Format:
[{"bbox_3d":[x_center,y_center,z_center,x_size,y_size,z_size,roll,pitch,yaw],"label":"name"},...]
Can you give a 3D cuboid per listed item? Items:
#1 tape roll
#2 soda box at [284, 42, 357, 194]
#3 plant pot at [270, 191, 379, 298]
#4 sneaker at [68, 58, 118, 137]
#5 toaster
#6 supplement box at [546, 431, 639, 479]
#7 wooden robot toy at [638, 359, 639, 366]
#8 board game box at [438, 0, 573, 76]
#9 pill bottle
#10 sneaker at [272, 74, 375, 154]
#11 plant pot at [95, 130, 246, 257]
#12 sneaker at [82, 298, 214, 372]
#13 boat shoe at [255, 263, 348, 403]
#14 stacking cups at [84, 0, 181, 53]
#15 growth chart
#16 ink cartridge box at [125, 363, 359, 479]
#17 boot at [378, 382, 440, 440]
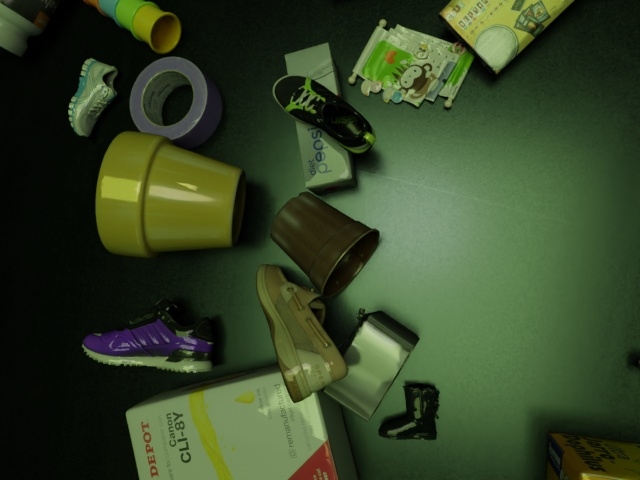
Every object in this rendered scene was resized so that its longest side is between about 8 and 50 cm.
[{"bbox_3d":[-0.324,-0.306,1.034,0.189,0.080,0.189,-1,85,12],"label":"tape roll"},{"bbox_3d":[0.003,-0.246,0.949,0.098,0.091,0.286,-10,84,11],"label":"soda box"},{"bbox_3d":[0.000,0.000,0.904,0.165,0.167,0.167,38,94,21],"label":"plant pot"},{"bbox_3d":[-0.532,-0.336,1.090,0.083,0.071,0.190,12,89,8],"label":"sneaker"},{"bbox_3d":[0.093,0.221,0.846,0.110,0.186,0.168,31,92,18],"label":"toaster"},{"bbox_3d":[0.479,0.527,0.729,0.195,0.194,0.356,4,86,13],"label":"supplement box"},{"bbox_3d":[0.644,0.209,0.795,0.173,0.076,0.079,1,51,13],"label":"wooden robot toy"},{"bbox_3d":[0.368,-0.458,0.857,0.243,0.042,0.165,-43,91,18],"label":"board game box"},{"bbox_3d":[-0.725,-0.603,1.106,0.162,0.162,0.278,31,93,13],"label":"pill bottle"},{"bbox_3d":[0.009,-0.248,0.850,0.235,0.097,0.084,34,91,10],"label":"sneaker"},{"bbox_3d":[-0.284,-0.079,0.935,0.239,0.254,0.254,8,87,-3],"label":"plant pot"},{"bbox_3d":[-0.365,0.198,1.000,0.293,0.102,0.146,4,82,8],"label":"sneaker"},{"bbox_3d":[-0.041,0.147,0.848,0.110,0.341,0.121,-20,124,-6],"label":"boat shoe"},{"bbox_3d":[-0.473,-0.553,1.092,0.316,0.096,0.096,34,94,18],"label":"stacking cups"},{"bbox_3d":[0.190,-0.362,0.953,0.237,0.021,0.172,21,92,14],"label":"growth chart"},{"bbox_3d":[-0.148,0.408,0.896,0.385,0.160,0.279,-16,82,11],"label":"ink cartridge box"},{"bbox_3d":[0.172,0.331,0.890,0.121,0.045,0.099,-1,88,6],"label":"boot"}]
